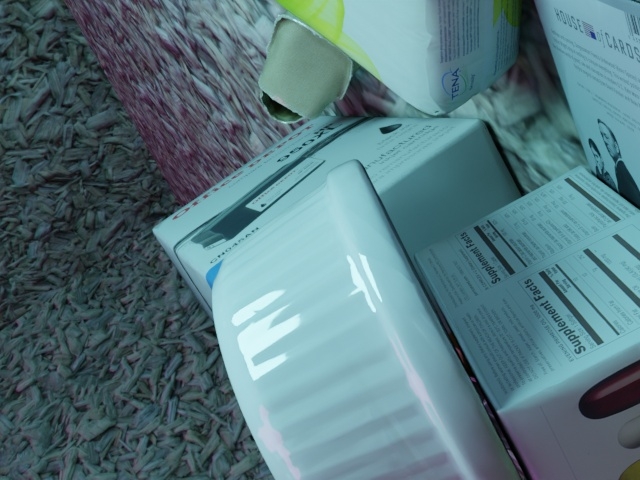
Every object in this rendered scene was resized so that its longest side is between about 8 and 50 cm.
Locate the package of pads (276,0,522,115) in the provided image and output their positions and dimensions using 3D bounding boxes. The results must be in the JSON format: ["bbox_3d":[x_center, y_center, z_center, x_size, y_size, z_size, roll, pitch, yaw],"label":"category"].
[{"bbox_3d":[0.016,-0.250,0.555,0.296,0.101,0.229,45,165,32],"label":"package of pads"}]

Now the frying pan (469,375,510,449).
[{"bbox_3d":[0.255,0.236,1.061,0.197,0.053,0.326,35,155,-14],"label":"frying pan"}]

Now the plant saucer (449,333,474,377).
[{"bbox_3d":[0.176,0.147,1.168,0.188,0.045,0.188,43,164,39],"label":"plant saucer"}]

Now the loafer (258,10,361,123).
[{"bbox_3d":[-0.010,-0.180,0.805,0.102,0.092,0.268,30,173,-2],"label":"loafer"}]

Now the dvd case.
[{"bbox_3d":[0.200,-0.054,0.461,0.238,0.030,0.179,60,-174,-29],"label":"dvd case"}]

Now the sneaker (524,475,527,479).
[{"bbox_3d":[0.341,0.279,0.707,0.182,0.158,0.410,22,-173,-21],"label":"sneaker"}]

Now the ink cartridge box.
[{"bbox_3d":[0.000,0.000,0.856,0.166,0.285,0.395,59,166,-19],"label":"ink cartridge box"}]

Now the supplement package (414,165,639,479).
[{"bbox_3d":[0.201,0.119,0.532,0.262,0.145,0.204,59,-174,-24],"label":"supplement package"}]

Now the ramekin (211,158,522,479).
[{"bbox_3d":[0.031,0.090,0.532,0.273,0.127,0.273,62,-174,-11],"label":"ramekin"}]
